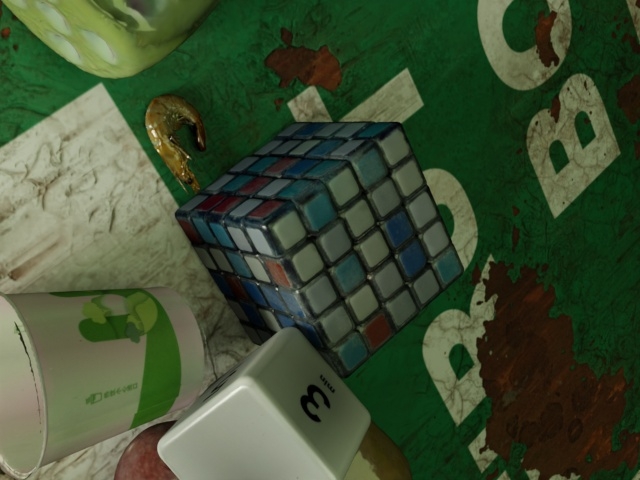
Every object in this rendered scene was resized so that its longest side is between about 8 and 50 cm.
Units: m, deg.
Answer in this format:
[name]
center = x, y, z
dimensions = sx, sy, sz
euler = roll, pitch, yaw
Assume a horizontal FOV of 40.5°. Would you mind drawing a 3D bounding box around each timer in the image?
[timer]
center = -0.072, 0.267, 1.206
dimensions = 0.192, 0.194, 0.195
euler = 50, 24, -2

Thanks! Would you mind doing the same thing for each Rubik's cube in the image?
[Rubik's cube]
center = 0.000, 0.000, 1.374
dimensions = 0.292, 0.287, 0.293
euler = -41, 117, -24

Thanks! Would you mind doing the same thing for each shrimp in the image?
[shrimp]
center = -0.216, -0.153, 1.362
dimensions = 0.095, 0.045, 0.162
euler = -44, 115, -46

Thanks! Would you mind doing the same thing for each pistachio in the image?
[pistachio]
center = 0.061, 0.415, 1.553
dimensions = 0.260, 0.163, 0.212
euler = 50, 35, -27

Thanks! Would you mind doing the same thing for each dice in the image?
[dice]
center = -0.277, -0.382, 1.151
dimensions = 0.250, 0.254, 0.252
euler = 46, 69, -33

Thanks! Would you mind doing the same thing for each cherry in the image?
[cherry]
center = -0.199, 0.379, 1.335
dimensions = 0.236, 0.213, 0.285
euler = 2, 102, -20

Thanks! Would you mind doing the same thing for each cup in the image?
[cup]
center = -0.323, 0.177, 1.212
dimensions = 0.274, 0.253, 0.253
euler = -7, 100, -42
